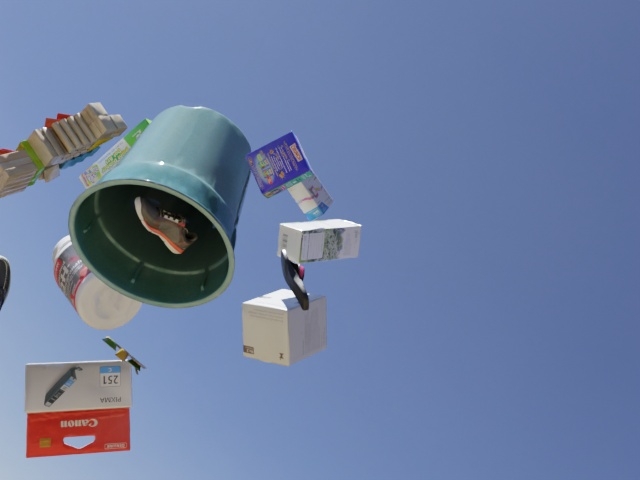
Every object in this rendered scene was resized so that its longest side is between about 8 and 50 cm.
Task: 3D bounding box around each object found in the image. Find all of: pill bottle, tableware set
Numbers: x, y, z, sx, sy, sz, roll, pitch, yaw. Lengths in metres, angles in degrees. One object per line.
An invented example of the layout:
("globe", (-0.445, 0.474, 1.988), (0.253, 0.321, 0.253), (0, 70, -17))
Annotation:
("pill bottle", (-0.607, 0.096, 2.128), (0.318, 0.176, 0.176), (33, -24, 51))
("tableware set", (-0.422, 0.246, 1.703), (0.104, 0.024, 0.154), (40, -14, 3))

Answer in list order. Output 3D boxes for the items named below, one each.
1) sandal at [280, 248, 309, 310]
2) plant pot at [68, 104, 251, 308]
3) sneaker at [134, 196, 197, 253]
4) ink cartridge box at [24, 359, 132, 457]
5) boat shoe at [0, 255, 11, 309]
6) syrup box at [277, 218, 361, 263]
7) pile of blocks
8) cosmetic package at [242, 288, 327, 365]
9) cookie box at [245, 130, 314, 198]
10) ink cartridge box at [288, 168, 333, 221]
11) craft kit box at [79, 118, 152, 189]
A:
("sandal", (-0.051, 0.089, 1.826), (0.067, 0.040, 0.179), (91, -23, -44))
("plant pot", (-0.301, -0.093, 1.685), (0.341, 0.334, 0.341), (8, -47, 8))
("sneaker", (-0.293, -0.040, 1.529), (0.064, 0.061, 0.158), (-28, -43, 12))
("ink cartridge box", (-0.691, 0.480, 2.286), (0.296, 0.261, 0.066), (0, -13, -18))
("boat shoe", (-0.791, 0.143, 1.901), (0.080, 0.224, 0.073), (20, -13, -24))
("syrup box", (0.000, 0.000, 2.220), (0.096, 0.236, 0.093), (17, -73, 43))
("pile of blocks", (-0.664, -0.237, 1.971), (0.113, 0.362, 0.149), (56, -25, 6))
("cosmetic package", (-0.093, 0.227, 2.114), (0.151, 0.183, 0.152), (6, -79, 33))
("cookie box", (-0.080, -0.149, 1.575), (0.092, 0.107, 0.040), (66, 9, 12))
("ink cartridge box", (-0.030, -0.127, 2.151), (0.052, 0.088, 0.122), (-29, -76, 32))
("craft kit box", (-0.494, -0.216, 2.183), (0.061, 0.250, 0.246), (54, 12, 10))
